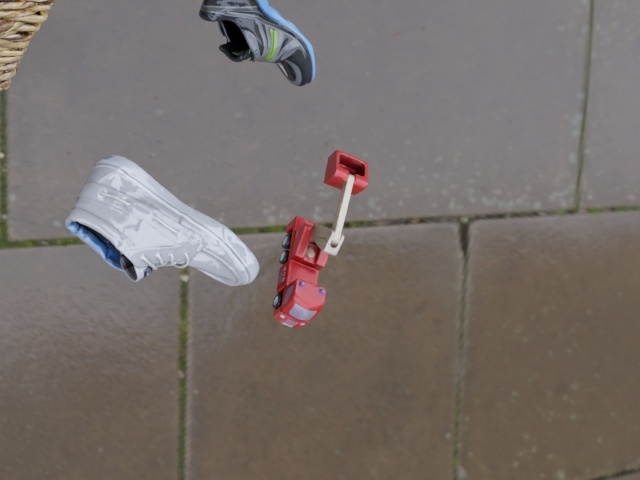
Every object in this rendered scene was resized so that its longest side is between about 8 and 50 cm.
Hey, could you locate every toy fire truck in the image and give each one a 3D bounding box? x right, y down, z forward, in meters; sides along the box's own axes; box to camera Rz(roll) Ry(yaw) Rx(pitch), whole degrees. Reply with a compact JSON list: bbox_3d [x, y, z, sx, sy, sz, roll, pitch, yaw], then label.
[{"bbox_3d":[0.000,0.000,1.331,0.047,0.135,0.192,21,57,-21],"label":"toy fire truck"}]

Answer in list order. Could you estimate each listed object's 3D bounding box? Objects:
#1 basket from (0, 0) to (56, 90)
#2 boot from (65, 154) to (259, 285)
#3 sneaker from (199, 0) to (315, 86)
[{"bbox_3d":[-0.431,-0.275,1.064,0.299,0.223,0.214,-16,71,-43],"label":"basket"},{"bbox_3d":[-0.207,0.011,1.402,0.258,0.095,0.123,36,56,-15],"label":"boot"},{"bbox_3d":[-0.074,-0.227,1.220,0.188,0.067,0.078,37,79,-49],"label":"sneaker"}]
